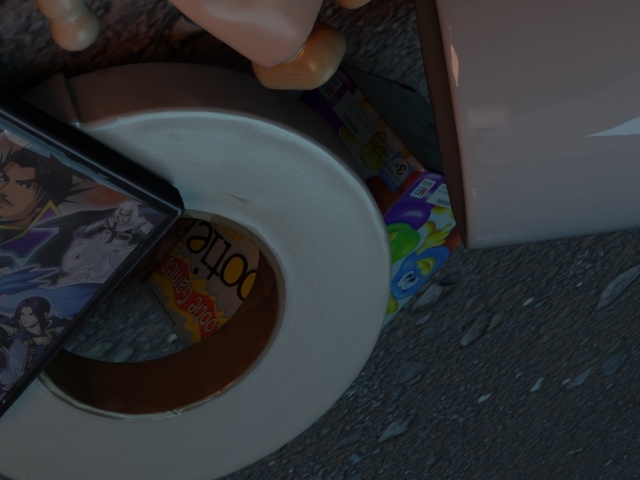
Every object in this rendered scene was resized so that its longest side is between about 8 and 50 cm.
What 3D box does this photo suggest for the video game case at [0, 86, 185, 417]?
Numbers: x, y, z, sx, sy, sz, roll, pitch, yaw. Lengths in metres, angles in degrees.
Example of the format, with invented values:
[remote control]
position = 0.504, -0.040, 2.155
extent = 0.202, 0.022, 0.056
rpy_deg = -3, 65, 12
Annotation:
[video game case]
position = -0.277, -0.001, 1.306
extent = 0.275, 0.035, 0.248
rpy_deg = 30, 112, -33

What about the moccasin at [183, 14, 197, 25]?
[moccasin]
position = -0.105, -0.206, 1.226
extent = 0.342, 0.117, 0.137
rpy_deg = -8, 141, -43

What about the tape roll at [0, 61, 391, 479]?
[tape roll]
position = -0.136, 0.039, 1.454
extent = 0.392, 0.072, 0.392
rpy_deg = -10, 129, -12

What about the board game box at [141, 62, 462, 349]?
[board game box]
position = 0.000, 0.000, 1.634
extent = 0.275, 0.144, 0.142
rpy_deg = -49, 150, 19

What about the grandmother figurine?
[grandmother figurine]
position = -0.108, -0.207, 1.063
extent = 0.342, 0.104, 0.207
rpy_deg = 36, 72, -42

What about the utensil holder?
[utensil holder]
position = 0.272, -0.168, 1.383
extent = 0.385, 0.327, 0.327
rpy_deg = -10, 150, 1
